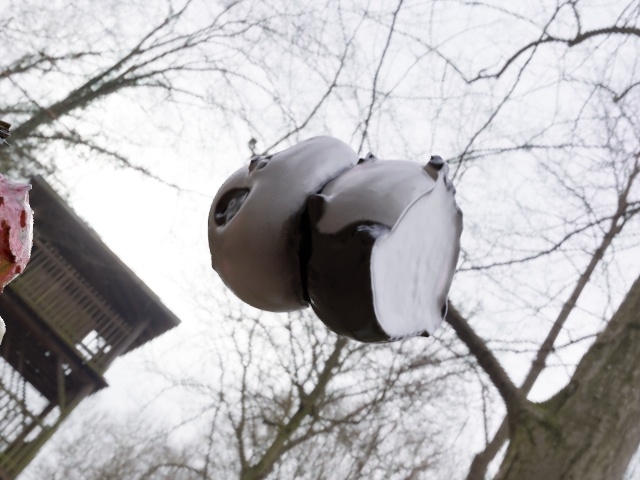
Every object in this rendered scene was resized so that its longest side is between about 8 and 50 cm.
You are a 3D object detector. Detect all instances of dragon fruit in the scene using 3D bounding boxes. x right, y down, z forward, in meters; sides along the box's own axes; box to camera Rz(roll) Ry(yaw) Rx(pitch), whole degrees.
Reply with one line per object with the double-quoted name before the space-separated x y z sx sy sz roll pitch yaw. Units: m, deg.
"dragon fruit" -0.532 -0.022 1.069 0.268 0.205 0.210 27 -41 -34

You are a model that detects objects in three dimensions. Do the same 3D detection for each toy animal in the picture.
"toy animal" 0.002 -0.005 0.738 0.235 0.187 0.165 19 -44 31

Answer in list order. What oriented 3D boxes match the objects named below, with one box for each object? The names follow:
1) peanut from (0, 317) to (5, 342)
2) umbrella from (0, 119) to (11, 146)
"peanut" -0.438 0.120 0.795 0.229 0.103 0.098 -18 -66 9
"umbrella" -0.299 -0.102 0.671 0.031 0.020 0.083 -24 -37 17
